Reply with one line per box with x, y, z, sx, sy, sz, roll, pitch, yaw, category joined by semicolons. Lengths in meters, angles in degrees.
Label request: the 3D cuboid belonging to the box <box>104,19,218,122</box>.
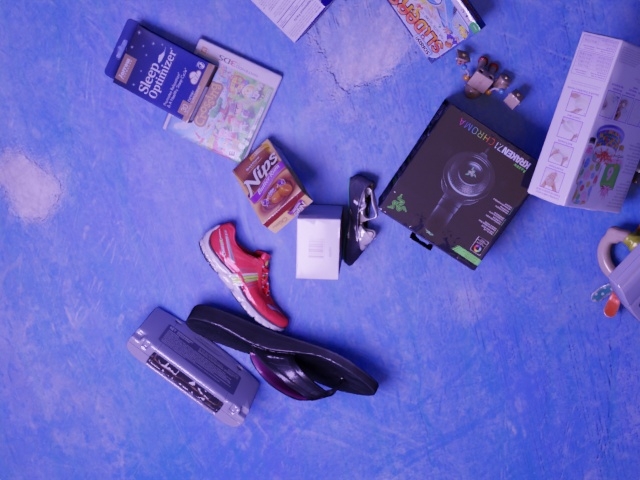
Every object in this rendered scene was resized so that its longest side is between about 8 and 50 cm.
-0.345;-0.360;1.877;0.225;0.036;0.136;29;103;6;box

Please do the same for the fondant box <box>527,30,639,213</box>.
0.562;-0.227;1.769;0.096;0.238;0.330;26;106;42;fondant box

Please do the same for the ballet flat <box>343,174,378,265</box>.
0.089;-0.040;1.915;0.074;0.074;0.203;4;100;2;ballet flat

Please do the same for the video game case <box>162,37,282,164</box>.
-0.211;-0.296;1.904;0.193;0.023;0.212;25;103;-2;video game case

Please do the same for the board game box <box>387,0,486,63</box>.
0.223;-0.479;1.803;0.136;0.035;0.201;-31;100;40;board game box

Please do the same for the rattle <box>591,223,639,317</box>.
0.674;0.054;1.929;0.130;0.143;0.199;14;122;32;rattle

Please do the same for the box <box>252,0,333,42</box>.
-0.053;-0.498;1.798;0.137;0.072;0.126;44;140;-6;box

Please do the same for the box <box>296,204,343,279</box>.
0.000;0.000;1.881;0.091;0.170;0.130;2;103;4;box

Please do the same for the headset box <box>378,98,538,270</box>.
0.286;-0.110;1.862;0.246;0.131;0.283;34;102;-4;headset box

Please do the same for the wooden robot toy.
0.338;-0.327;1.859;0.173;0.076;0.079;32;137;-4;wooden robot toy

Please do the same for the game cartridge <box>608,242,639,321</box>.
0.733;0.096;1.853;0.294;0.060;0.196;31;108;-35;game cartridge

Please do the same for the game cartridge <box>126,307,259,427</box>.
-0.272;0.272;1.941;0.297;0.198;0.062;38;101;-4;game cartridge

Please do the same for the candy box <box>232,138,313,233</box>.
-0.103;-0.116;1.863;0.109;0.186;0.053;-41;138;10;candy box

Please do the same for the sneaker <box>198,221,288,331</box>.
-0.148;0.080;1.946;0.118;0.107;0.279;-38;101;-1;sneaker

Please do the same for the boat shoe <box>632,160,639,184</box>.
0.702;-0.128;1.882;0.133;0.049;0.042;23;130;-9;boat shoe

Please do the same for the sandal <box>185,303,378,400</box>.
-0.094;0.274;1.946;0.446;0.167;0.107;20;66;5;sandal
